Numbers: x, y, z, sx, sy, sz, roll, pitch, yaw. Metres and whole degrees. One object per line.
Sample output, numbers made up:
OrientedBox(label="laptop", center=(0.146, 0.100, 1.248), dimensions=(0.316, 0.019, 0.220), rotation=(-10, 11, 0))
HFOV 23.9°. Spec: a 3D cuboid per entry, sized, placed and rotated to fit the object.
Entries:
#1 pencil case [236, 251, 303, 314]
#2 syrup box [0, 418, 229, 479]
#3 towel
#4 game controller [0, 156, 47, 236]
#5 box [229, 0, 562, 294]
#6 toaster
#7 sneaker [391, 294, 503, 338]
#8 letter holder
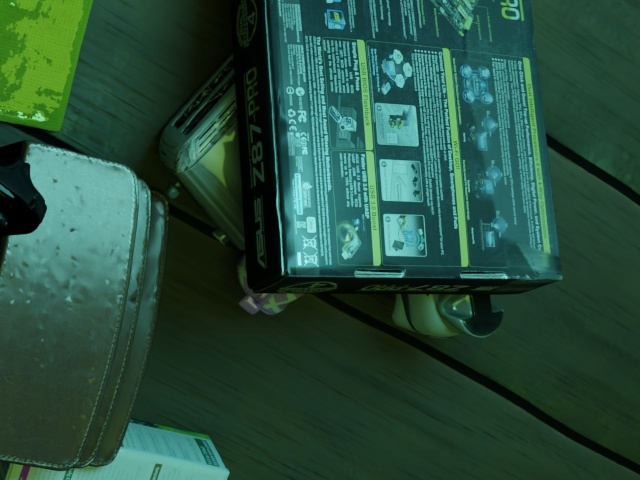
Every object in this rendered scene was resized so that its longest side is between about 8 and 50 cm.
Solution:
OrientedBox(label="pencil case", center=(0.000, 0.000, 1.614), dimensions=(0.086, 0.088, 0.206), rotation=(38, 123, -22))
OrientedBox(label="syrup box", center=(-0.233, 0.251, 1.659), dimensions=(0.236, 0.093, 0.096), rotation=(16, 102, -23))
OrientedBox(label="towel", center=(-0.281, -0.230, 1.515), dimensions=(0.102, 0.021, 0.237), rotation=(11, 104, -22))
OrientedBox(label="game controller", center=(-0.370, -0.059, 1.390), dimensions=(0.166, 0.319, 0.067), rotation=(31, 72, -28))
OrientedBox(label="box", center=(0.072, -0.146, 1.511), dimensions=(0.318, 0.097, 0.395), rotation=(0, 78, -26))
OrientedBox(label="toaster", center=(-0.060, -0.109, 1.577), dimensions=(0.227, 0.129, 0.146), rotation=(-47, 114, -1))
OrientedBox(label="sneaker", center=(0.105, -0.055, 1.663), dimensions=(0.122, 0.146, 0.331), rotation=(1, 84, -45))
OrientedBox(label="letter holder", center=(-0.245, 0.074, 1.512), dimensions=(0.214, 0.152, 0.302), rotation=(14, 83, -25))
